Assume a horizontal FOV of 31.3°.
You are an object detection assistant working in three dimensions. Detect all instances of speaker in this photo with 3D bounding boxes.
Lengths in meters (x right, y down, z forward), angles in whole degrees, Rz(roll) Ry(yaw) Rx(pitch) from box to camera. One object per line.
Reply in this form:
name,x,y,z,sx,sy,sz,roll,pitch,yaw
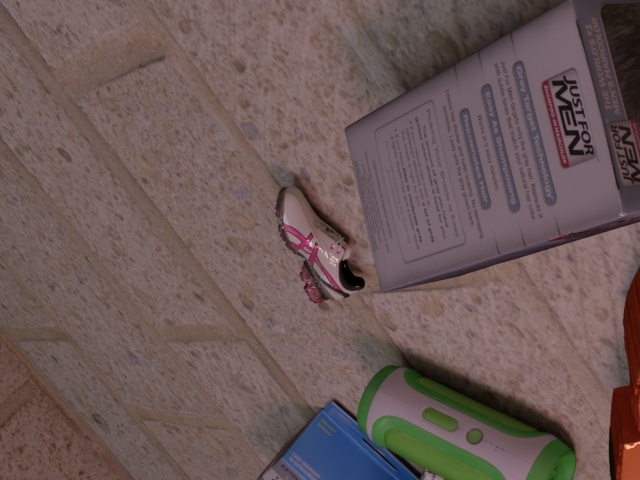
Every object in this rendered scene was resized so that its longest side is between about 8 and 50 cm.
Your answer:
speaker,0.200,0.280,1.595,0.296,0.131,0.131,23,145,33

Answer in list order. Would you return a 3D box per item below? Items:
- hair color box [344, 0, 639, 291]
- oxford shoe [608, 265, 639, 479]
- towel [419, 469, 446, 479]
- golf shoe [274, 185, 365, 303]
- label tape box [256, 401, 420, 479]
hair color box,0.176,-0.078,1.087,0.374,0.113,0.185,-23,78,60
oxford shoe,0.390,0.137,1.214,0.132,0.130,0.364,1,132,6
towel,0.235,0.468,1.716,0.235,0.121,0.284,15,142,0
golf shoe,0.000,0.000,1.554,0.086,0.067,0.186,-12,123,22
label tape box,0.035,0.448,2.037,0.249,0.115,0.348,41,153,4
